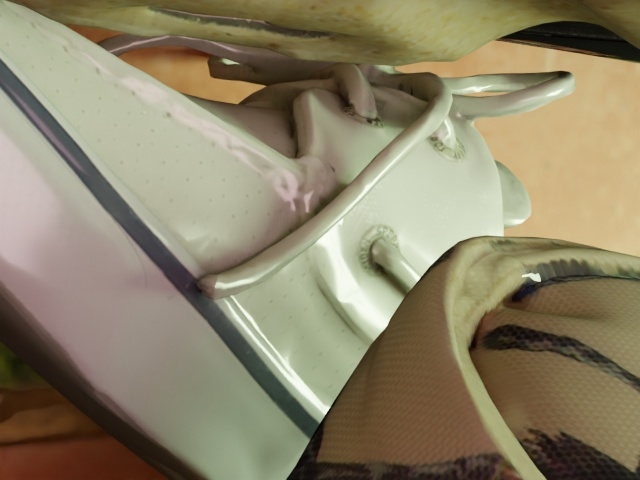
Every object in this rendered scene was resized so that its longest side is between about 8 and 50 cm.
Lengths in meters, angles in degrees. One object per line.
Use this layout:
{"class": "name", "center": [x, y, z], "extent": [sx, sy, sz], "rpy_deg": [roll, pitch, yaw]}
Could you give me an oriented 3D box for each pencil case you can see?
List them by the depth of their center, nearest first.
{"class": "pencil case", "center": [0.005, 0.191, 0.453], "extent": [0.184, 0.160, 0.410], "rpy_deg": [33, 112, 0]}

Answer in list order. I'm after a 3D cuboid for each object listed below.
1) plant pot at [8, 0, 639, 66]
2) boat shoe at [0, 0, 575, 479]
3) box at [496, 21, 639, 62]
{"class": "plant pot", "center": [0.018, -0.203, 0.361], "extent": [0.334, 0.334, 0.305], "rpy_deg": [8, 82, -29]}
{"class": "boat shoe", "center": [0.005, 0.002, 0.529], "extent": [0.367, 0.136, 0.156], "rpy_deg": [43, 77, -29]}
{"class": "box", "center": [0.267, -0.073, 0.552], "extent": [0.395, 0.318, 0.097], "rpy_deg": [6, 94, -29]}
